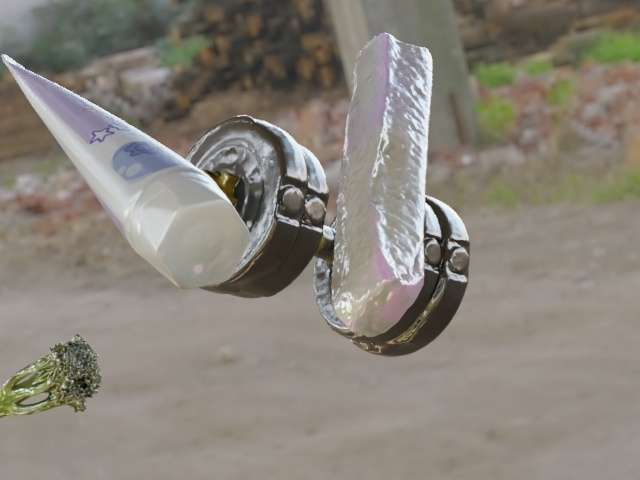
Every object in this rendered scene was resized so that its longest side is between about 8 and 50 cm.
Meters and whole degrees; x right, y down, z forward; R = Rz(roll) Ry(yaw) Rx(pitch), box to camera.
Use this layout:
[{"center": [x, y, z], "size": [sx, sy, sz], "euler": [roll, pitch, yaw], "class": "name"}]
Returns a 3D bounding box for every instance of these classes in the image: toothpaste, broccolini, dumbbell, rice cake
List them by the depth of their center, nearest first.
[{"center": [-0.166, -0.062, 1.559], "size": [0.080, 0.125, 0.371], "euler": [-51, 33, 0], "class": "toothpaste"}, {"center": [0.057, -0.060, 1.656], "size": [0.070, 0.064, 0.399], "euler": [-49, 20, 32], "class": "rice cake"}, {"center": [-0.287, 0.159, 1.771], "size": [0.216, 0.067, 0.058], "euler": [-33, -44, 26], "class": "broccolini"}, {"center": [0.000, 0.000, 1.990], "size": [0.388, 0.185, 0.185], "euler": [21, -18, -39], "class": "dumbbell"}]
